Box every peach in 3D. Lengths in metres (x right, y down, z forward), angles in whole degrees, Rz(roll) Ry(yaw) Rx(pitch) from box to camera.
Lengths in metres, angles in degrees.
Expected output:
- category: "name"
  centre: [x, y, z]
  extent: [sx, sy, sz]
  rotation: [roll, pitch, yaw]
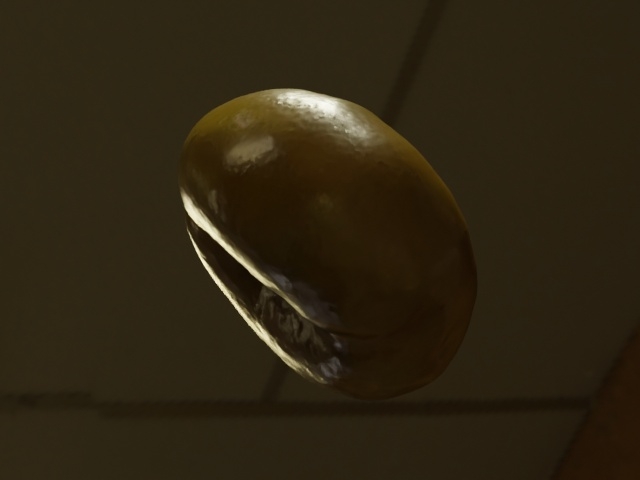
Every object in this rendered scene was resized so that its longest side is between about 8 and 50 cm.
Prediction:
- category: "peach"
  centre: [0.000, 0.000, 1.054]
  extent: [0.153, 0.251, 0.251]
  rotation: [-49, -41, -25]
